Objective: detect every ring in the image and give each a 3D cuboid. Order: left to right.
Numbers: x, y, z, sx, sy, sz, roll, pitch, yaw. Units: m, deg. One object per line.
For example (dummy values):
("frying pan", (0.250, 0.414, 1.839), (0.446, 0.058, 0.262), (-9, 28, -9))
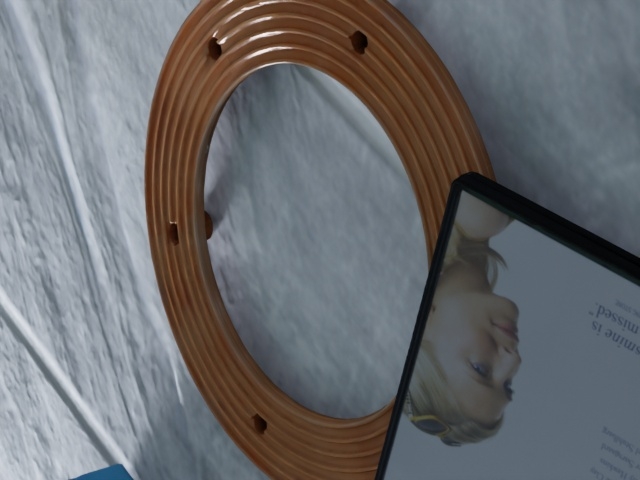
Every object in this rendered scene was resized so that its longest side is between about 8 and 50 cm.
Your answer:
("ring", (0.000, 0.000, 1.147), (0.336, 0.032, 0.336), (21, 117, 47))

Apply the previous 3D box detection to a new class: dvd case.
("dvd case", (0.117, 0.110, 1.008), (0.180, 0.022, 0.253), (30, 124, 27))

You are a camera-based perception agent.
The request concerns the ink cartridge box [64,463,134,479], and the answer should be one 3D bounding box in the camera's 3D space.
("ink cartridge box", (-0.169, 0.336, 1.323), (0.270, 0.197, 0.198), (48, 134, 31))
